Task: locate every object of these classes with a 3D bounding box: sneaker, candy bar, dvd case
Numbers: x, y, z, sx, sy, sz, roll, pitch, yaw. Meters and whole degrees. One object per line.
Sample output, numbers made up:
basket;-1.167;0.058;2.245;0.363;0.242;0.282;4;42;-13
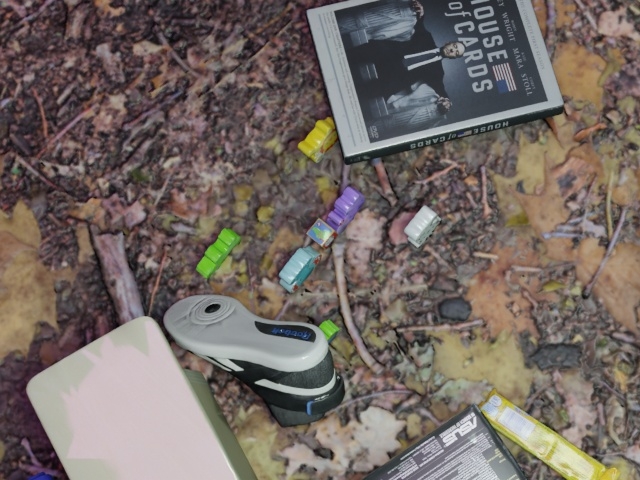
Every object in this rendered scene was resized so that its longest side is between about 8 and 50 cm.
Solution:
sneaker;-0.071;0.135;1.579;0.217;0.121;0.079;15;45;41
candy bar;0.230;0.208;1.547;0.161;0.018;0.040;34;83;14
dvd case;0.120;-0.190;1.609;0.238;0.029;0.179;-14;71;-2

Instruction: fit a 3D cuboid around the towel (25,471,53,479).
towel;-0.290;0.425;1.564;0.227;0.076;0.308;-36;77;8

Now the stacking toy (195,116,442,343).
stacking toy;0.000;0.000;1.610;0.167;0.052;0.221;40;89;15

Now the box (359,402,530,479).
box;0.097;0.345;1.484;0.307;0.076;0.242;-35;74;-1

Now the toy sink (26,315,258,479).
toy sink;-0.173;0.214;1.552;0.152;0.131;0.234;-30;81;2

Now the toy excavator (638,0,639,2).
toy excavator;0.569;-0.166;1.479;0.433;0.445;0.222;32;83;-28
